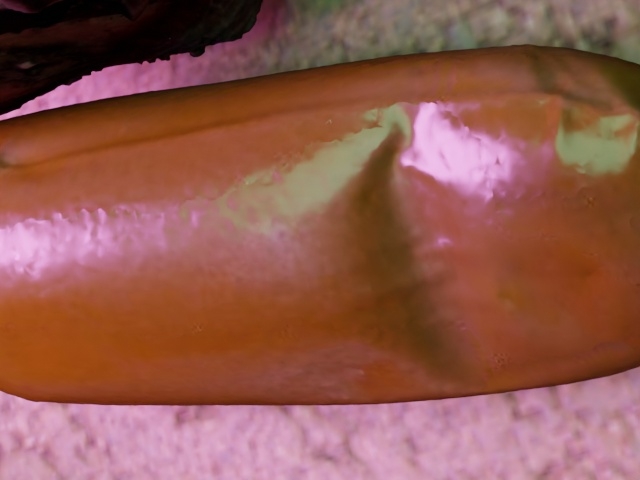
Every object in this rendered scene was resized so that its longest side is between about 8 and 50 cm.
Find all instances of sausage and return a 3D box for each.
[{"bbox_3d":[0.002,-0.002,0.672,0.354,0.116,0.134,-4,112,27],"label":"sausage"}]

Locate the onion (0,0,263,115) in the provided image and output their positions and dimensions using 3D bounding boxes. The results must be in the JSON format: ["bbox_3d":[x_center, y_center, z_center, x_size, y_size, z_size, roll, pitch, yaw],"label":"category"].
[{"bbox_3d":[-0.114,-0.130,0.699,0.195,0.272,0.272,38,110,-8],"label":"onion"}]
